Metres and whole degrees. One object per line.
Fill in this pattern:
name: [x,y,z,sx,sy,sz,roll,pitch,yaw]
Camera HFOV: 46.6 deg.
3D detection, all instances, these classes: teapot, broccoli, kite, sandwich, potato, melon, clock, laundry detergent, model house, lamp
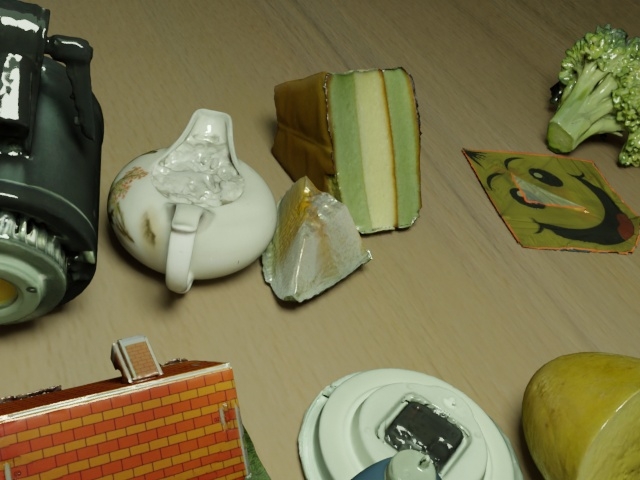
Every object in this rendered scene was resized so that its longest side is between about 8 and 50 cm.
teapot: [-0.150,-0.040,0.892,0.204,0.139,0.298,9,37,-13]
broccoli: [0.516,-0.248,1.399,0.243,0.263,0.247,-38,25,-20]
kite: [0.382,-0.082,1.248,0.328,0.013,0.377,29,39,17]
sandwich: [0.033,-0.131,1.109,0.155,0.227,0.198,-10,9,-28]
potato: [0.288,0.187,0.764,0.204,0.178,0.158,-14,23,-19]
melon: [0.002,0.003,0.935,0.140,0.093,0.202,14,41,-16]
clock: [0.097,0.207,0.739,0.237,0.053,0.236,9,38,-7]
laundry detergent: [0.040,0.228,0.562,0.097,0.206,0.061,-8,44,-30]
model house: [-0.158,0.191,0.582,0.294,0.154,0.207,-9,42,-31]
lamp: [-0.334,-0.046,0.765,0.205,0.374,0.272,8,69,-22]
